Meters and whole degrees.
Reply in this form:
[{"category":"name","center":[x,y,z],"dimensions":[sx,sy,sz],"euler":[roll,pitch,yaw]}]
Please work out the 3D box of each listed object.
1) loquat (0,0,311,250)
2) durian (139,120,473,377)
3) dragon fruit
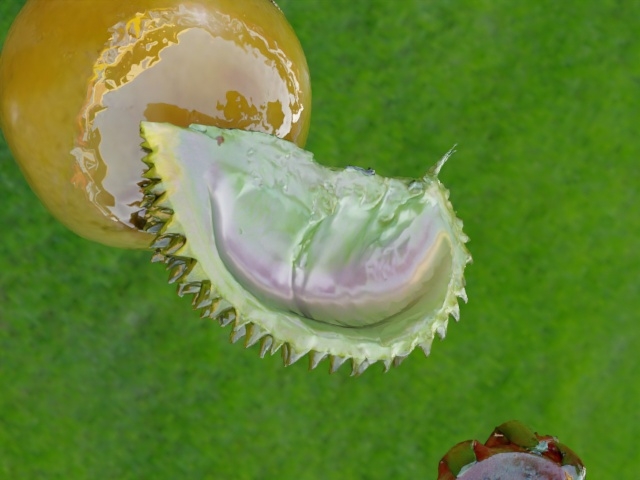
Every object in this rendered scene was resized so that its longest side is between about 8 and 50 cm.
[{"category":"loquat","center":[-0.136,-0.120,1.401],"dimensions":[0.263,0.263,0.263],"euler":[-31,139,-32]},{"category":"durian","center":[0.000,0.008,1.339],"dimensions":[0.355,0.157,0.169],"euler":[3,115,-47]},{"category":"dragon fruit","center":[0.134,0.197,1.200],"dimensions":[0.175,0.142,0.138],"euler":[-49,141,-74]}]
